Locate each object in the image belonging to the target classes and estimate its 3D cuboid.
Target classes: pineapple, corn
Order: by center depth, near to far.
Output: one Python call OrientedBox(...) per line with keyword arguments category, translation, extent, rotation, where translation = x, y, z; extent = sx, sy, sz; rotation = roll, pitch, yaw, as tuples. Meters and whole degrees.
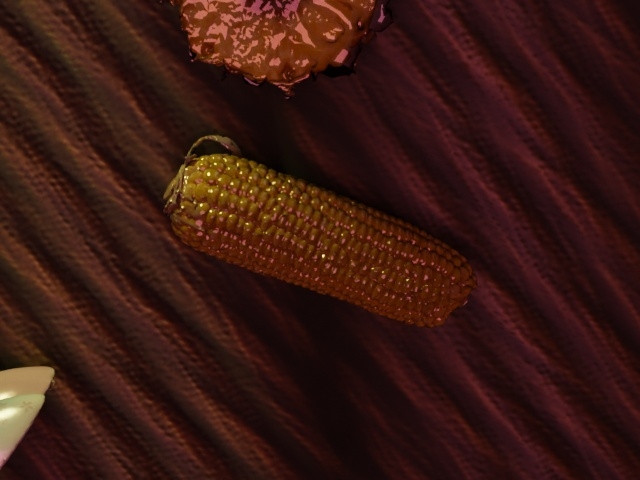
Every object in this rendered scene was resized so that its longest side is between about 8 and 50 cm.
OrientedBox(category="pineapple", translation=(-0.035, -0.231, 1.524), extent=(0.225, 0.076, 0.225), rotation=(0, 109, 0))
OrientedBox(category="corn", translation=(0.000, 0.000, 1.595), extent=(0.293, 0.106, 0.106), rotation=(21, 108, -9))

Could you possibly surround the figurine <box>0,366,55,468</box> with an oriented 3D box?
OrientedBox(category="figurine", translation=(-0.385, 0.069, 1.590), extent=(0.316, 0.206, 0.284), rotation=(37, 112, -17))
